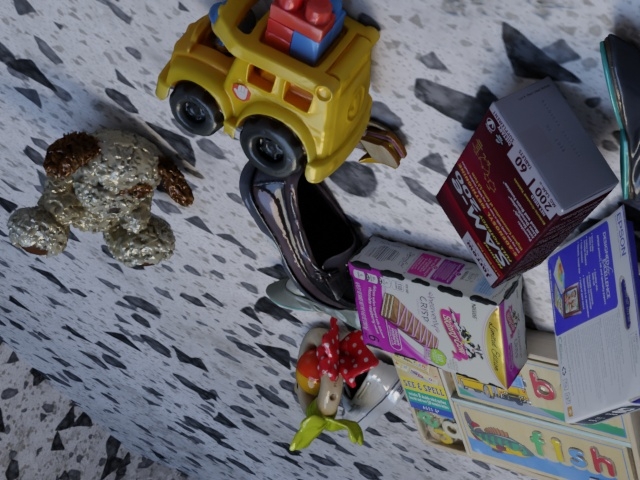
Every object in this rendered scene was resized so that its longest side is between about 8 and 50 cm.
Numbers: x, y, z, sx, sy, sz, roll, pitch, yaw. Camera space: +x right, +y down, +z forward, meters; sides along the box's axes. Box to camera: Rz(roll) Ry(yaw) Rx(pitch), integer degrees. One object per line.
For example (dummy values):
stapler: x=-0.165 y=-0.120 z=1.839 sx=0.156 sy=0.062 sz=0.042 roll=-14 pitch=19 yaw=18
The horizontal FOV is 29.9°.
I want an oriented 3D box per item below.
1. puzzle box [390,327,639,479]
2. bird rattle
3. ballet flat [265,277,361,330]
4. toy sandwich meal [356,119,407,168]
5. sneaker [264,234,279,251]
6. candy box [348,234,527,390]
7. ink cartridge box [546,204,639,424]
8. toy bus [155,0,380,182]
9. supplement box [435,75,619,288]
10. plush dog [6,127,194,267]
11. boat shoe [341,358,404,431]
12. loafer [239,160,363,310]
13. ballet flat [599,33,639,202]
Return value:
puzzle box: x=0.292 y=0.238 z=1.762 sx=0.409 sy=0.052 sz=0.272 roll=10 pitch=132 yaw=40
bird rattle: x=-0.001 y=0.235 z=2.063 sx=0.207 sy=0.143 sz=0.254 roll=-132 pitch=39 yaw=-59
ballet flat: x=0.009 y=0.082 z=1.879 sx=0.213 sy=0.072 sz=0.068 roll=18 pitch=128 yaw=25
toy sandwich meal: x=0.064 y=-0.111 z=1.415 sx=0.085 sy=0.029 sz=0.085 roll=25 pitch=158 yaw=11
sneaker: x=-0.053 y=-0.011 z=1.748 sx=0.061 sy=0.054 sz=0.152 roll=29 pitch=159 yaw=8
candy box: x=0.161 y=0.097 z=1.637 sx=0.233 sy=0.071 sz=0.159 roll=14 pitch=134 yaw=31
ink cartridge box: x=0.318 y=0.088 z=1.321 sx=0.045 sy=0.206 sz=0.208 roll=0 pitch=164 yaw=-12
toy bus: x=-0.052 y=-0.197 z=1.242 sx=0.220 sy=0.149 sz=0.211 roll=27 pitch=145 yaw=12
supplement box: x=0.205 y=-0.053 z=1.242 sx=0.130 sy=0.073 sz=0.239 roll=60 pitch=163 yaw=14
plush dog: x=-0.318 y=-0.090 z=1.792 sx=0.262 sy=0.211 sz=0.225 roll=9 pitch=154 yaw=-30
boat shoe: x=0.079 y=0.277 z=2.161 sx=0.088 sy=0.096 sz=0.267 roll=35 pitch=157 yaw=-2
loafer: x=0.000 y=0.000 z=1.644 sx=0.095 sy=0.109 sz=0.302 roll=3 pitch=144 yaw=40
ballet flat: x=0.299 y=-0.113 z=1.088 sx=0.074 sy=0.074 sz=0.203 roll=15 pitch=148 yaw=31
